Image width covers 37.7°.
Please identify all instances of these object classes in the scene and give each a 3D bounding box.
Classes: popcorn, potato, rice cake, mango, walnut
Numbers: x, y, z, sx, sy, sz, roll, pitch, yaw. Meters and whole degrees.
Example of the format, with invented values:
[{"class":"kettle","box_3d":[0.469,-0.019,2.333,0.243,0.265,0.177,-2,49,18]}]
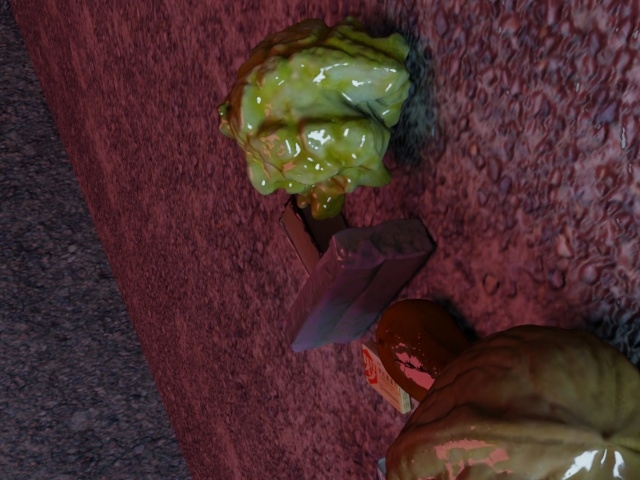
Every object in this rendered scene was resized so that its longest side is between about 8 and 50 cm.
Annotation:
[{"class":"popcorn","box_3d":[-0.003,-0.119,0.921,0.167,0.188,0.185,14,158,16]},{"class":"potato","box_3d":[0.001,0.002,1.177,0.122,0.061,0.086,62,157,18]},{"class":"rice cake","box_3d":[0.031,0.059,1.087,0.298,0.106,0.050,118,139,-62]},{"class":"mango","box_3d":[0.117,0.131,0.965,0.159,0.084,0.105,52,157,41]},{"class":"walnut","box_3d":[0.164,0.173,0.716,0.228,0.227,0.228,50,151,43]}]

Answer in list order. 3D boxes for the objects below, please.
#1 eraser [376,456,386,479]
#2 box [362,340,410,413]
[{"class":"eraser","box_3d":[0.122,0.374,1.174,0.124,0.067,0.210,49,150,43]},{"class":"box","box_3d":[0.082,0.170,1.176,0.093,0.015,0.058,36,138,56]}]
